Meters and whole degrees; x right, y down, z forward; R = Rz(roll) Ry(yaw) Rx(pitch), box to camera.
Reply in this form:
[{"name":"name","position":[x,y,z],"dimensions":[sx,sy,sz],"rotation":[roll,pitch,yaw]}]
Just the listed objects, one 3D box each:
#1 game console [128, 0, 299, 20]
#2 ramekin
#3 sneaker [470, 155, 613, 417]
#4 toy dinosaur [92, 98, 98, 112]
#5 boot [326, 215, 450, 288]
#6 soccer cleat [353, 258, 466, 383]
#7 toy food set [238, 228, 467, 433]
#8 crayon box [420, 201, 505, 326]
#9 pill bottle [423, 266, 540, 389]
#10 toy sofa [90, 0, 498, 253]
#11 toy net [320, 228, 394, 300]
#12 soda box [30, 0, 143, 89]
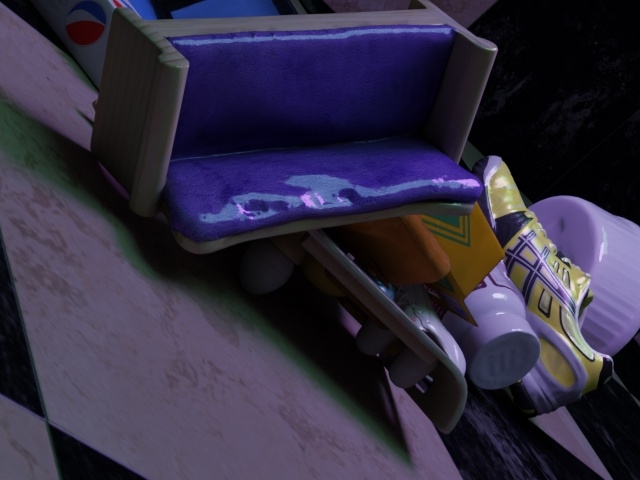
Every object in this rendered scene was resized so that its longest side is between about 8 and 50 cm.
[{"name":"game console","position":[-0.166,-0.298,1.775],"dimensions":[0.293,0.250,0.173],"rotation":[-116,-173,-52]},{"name":"ramekin","position":[0.395,0.062,2.379],"dimensions":[0.135,0.277,0.277],"rotation":[29,20,-35]},{"name":"sneaker","position":[0.299,0.055,2.053],"dimensions":[0.145,0.147,0.385],"rotation":[66,10,-68]},{"name":"toy dinosaur","position":[-0.144,-0.090,1.428],"dimensions":[0.183,0.053,0.092],"rotation":[21,23,-18]},{"name":"boot","position":[0.003,-0.044,1.616],"dimensions":[0.295,0.104,0.211],"rotation":[21,-27,52]},{"name":"soccer cleat","position":[0.103,0.088,1.726],"dimensions":[0.196,0.068,0.076],"rotation":[53,15,12]},{"name":"toy food set","position":[0.001,0.054,1.460],"dimensions":[0.306,0.092,0.220],"rotation":[45,0,-21]},{"name":"crayon box","position":[0.088,-0.059,1.720],"dimensions":[0.203,0.083,0.323],"rotation":[30,-20,46]},{"name":"pill bottle","position":[0.194,0.085,1.918],"dimensions":[0.121,0.121,0.221],"rotation":[38,16,-41]},{"name":"toy sofa","position":[-0.008,-0.114,1.320],"dimensions":[0.362,0.150,0.177],"rotation":[-8,38,-35]},{"name":"toy net","position":[0.000,0.000,1.706],"dimensions":[0.122,0.045,0.232],"rotation":[11,33,-48]},{"name":"soda box","position":[-0.245,-0.242,1.529],"dimensions":[0.216,0.069,0.074],"rotation":[51,12,17]}]
